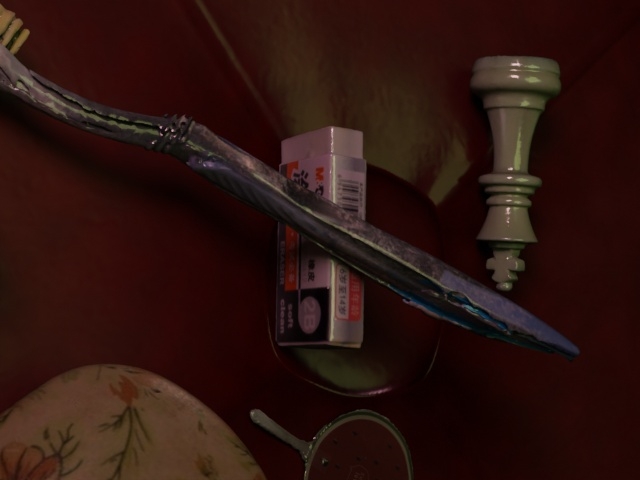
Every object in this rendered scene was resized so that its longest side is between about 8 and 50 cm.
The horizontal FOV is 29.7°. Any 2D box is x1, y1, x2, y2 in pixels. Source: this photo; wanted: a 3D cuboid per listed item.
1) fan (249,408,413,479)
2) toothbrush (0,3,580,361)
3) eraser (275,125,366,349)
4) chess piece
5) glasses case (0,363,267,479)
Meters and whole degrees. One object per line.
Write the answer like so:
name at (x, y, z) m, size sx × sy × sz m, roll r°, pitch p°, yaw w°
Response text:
fan at (0.007, 0.130, 0.700) m, size 0.133 × 0.005 × 0.085 m, roll 36°, pitch 66°, yaw -29°
toothbrush at (-0.031, -0.027, 0.621) m, size 0.413 × 0.035 × 0.042 m, roll 29°, pitch 64°, yaw -17°
eraser at (0.000, 0.000, 0.680) m, size 0.029 × 0.052 × 0.122 m, roll 7°, pitch 80°, yaw -37°
chess piece at (0.120, -0.042, 0.777) m, size 0.059 × 0.059 × 0.149 m, roll 6°, pitch 88°, yaw -36°
glasses case at (-0.187, 0.209, 0.478) m, size 0.156 × 0.098 × 0.425 m, roll 47°, pitch 57°, yaw 7°
